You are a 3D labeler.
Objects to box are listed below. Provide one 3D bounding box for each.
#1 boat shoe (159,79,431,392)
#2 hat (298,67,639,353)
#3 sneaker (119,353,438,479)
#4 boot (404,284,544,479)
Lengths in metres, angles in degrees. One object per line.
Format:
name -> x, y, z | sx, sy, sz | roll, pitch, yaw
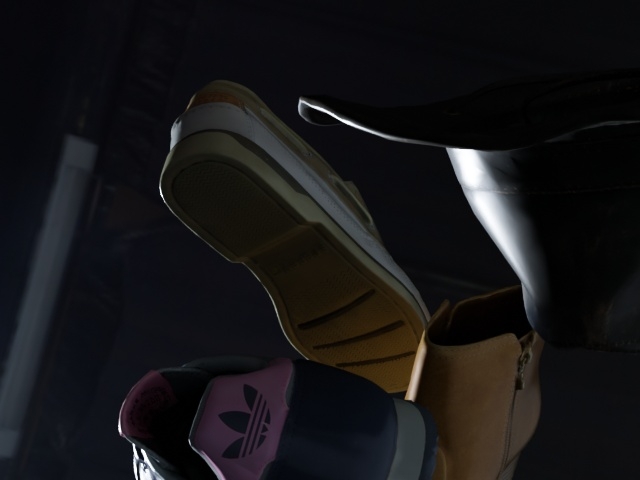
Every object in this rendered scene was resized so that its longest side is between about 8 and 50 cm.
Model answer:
boat shoe -> 0.000, 0.000, 0.922 | 0.302, 0.113, 0.103 | 51, -148, -36
hat -> 0.149, -0.019, 0.597 | 0.331, 0.331, 0.134 | -47, -46, -77
sneaker -> -0.066, 0.107, 0.704 | 0.319, 0.131, 0.112 | -18, 51, 60
boot -> 0.065, 0.161, 0.877 | 0.295, 0.104, 0.211 | -33, -43, -42
